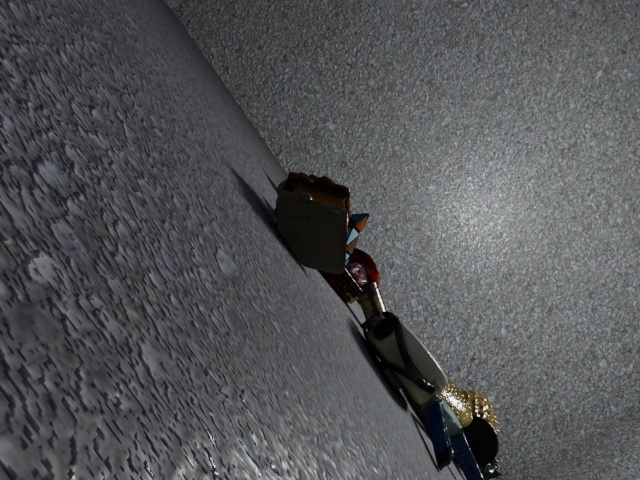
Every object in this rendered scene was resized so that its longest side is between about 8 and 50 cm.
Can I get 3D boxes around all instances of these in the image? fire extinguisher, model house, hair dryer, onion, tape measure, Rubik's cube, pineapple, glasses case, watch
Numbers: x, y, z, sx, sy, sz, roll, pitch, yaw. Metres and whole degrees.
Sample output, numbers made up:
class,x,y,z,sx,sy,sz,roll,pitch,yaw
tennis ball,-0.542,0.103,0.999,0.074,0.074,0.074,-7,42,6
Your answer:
class,x,y,z,sx,sy,sz,roll,pitch,yaw
fire extinguisher,0.199,0.252,1.684,0.075,0.106,0.252,2,69,-77
model house,-0.014,-0.060,1.359,0.200,0.219,0.229,12,22,-2
hair dryer,0.426,0.637,1.747,0.284,0.155,0.320,35,-18,24
onion,0.177,0.146,2.301,0.314,0.146,0.280,58,7,-16
tape measure,0.209,0.306,1.423,0.271,0.133,0.231,54,-4,12
Rubik's cube,0.000,0.000,1.900,0.250,0.284,0.234,31,25,5
pineapple,0.583,0.733,1.983,0.202,0.202,0.362,54,14,-20
glasses case,0.101,0.128,1.813,0.070,0.102,0.193,47,7,-22
watch,0.363,0.558,1.358,0.276,0.068,0.274,55,10,-16

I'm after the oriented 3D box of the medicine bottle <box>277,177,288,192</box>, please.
class,x,y,z,sx,sy,sz,roll,pitch,yaw
medicine bottle,-0.086,-0.160,2.014,0.119,0.094,0.188,54,4,-31

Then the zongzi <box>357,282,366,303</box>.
class,x,y,z,sx,sy,sz,roll,pitch,yaw
zongzi,0.141,0.207,2.082,0.154,0.062,0.130,33,42,-54

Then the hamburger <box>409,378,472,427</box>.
class,x,y,z,sx,sy,sz,roll,pitch,yaw
hamburger,0.350,0.475,1.591,0.189,0.122,0.215,18,31,-56

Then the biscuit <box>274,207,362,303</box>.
class,x,y,z,sx,sy,sz,roll,pitch,yaw
biscuit,-0.001,0.033,1.574,0.388,0.073,0.107,52,4,-35
